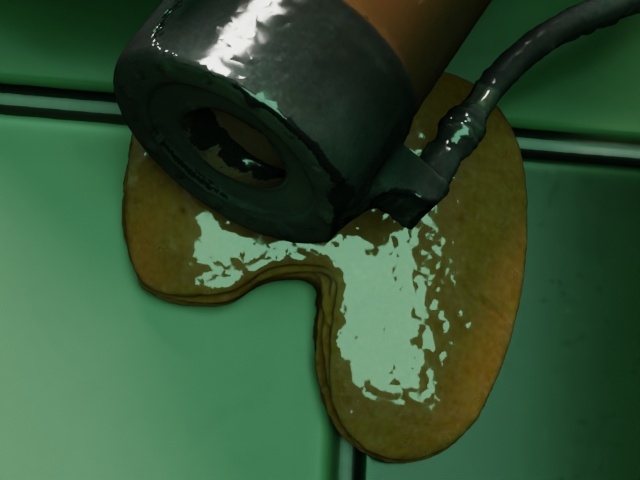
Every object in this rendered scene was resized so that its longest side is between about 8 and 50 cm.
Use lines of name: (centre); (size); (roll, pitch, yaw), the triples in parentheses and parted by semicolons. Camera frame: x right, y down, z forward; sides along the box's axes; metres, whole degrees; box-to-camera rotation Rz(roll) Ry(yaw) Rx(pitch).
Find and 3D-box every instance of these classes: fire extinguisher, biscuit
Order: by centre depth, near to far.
fire extinguisher: (0.076, -0.155, 0.658); (0.200, 0.113, 0.376); (45, 64, -27)
biscuit: (0.000, 0.000, 0.658); (0.192, 0.036, 0.186); (12, 79, -5)
